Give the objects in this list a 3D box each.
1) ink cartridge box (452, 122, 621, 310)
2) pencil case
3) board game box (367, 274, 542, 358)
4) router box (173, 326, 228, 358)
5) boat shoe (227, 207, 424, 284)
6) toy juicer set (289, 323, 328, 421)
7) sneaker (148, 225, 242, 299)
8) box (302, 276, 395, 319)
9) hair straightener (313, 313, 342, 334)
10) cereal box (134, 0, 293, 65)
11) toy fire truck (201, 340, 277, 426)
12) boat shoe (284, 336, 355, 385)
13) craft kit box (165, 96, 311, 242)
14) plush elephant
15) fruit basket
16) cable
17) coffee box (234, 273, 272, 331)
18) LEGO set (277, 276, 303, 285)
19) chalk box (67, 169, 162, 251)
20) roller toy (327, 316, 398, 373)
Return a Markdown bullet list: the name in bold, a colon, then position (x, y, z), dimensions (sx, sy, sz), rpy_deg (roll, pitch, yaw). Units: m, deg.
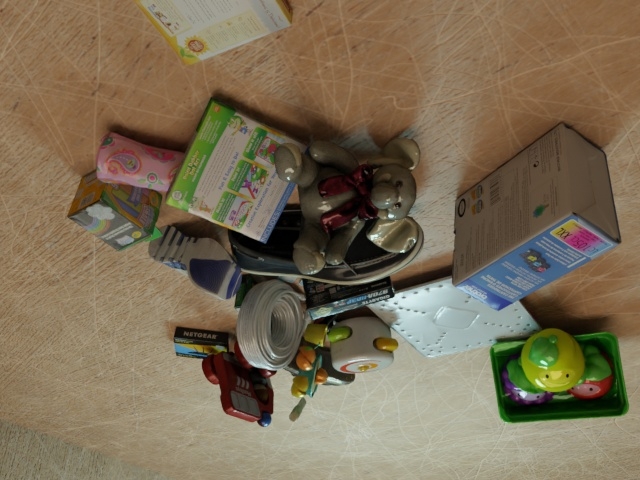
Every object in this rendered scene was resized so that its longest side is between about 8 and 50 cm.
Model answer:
- **ink cartridge box**: position (0.432, -0.030, 1.500), dimensions (0.151, 0.270, 0.395), rpy_deg (30, 137, -21)
- **pencil case**: position (-0.362, -0.164, 1.563), dimensions (0.284, 0.124, 0.124), rpy_deg (12, 143, -8)
- **board game box**: position (0.395, 0.209, 2.009), dimensions (0.390, 0.050, 0.390), rpy_deg (-19, 137, 29)
- **router box**: position (-0.401, 0.352, 2.313), dimensions (0.178, 0.046, 0.133), rpy_deg (6, 143, -1)
- **boat shoe**: position (0.000, 0.000, 1.676), dimensions (0.500, 0.187, 0.156), rpy_deg (0, 151, 17)
- **toy juicer set**: position (-0.030, 0.431, 2.076), dimensions (0.089, 0.209, 0.329), rpy_deg (11, 116, 8)
- **sneaker**: position (-0.294, 0.065, 1.807), dimensions (0.315, 0.127, 0.182), rpy_deg (24, 174, 39)
- **box**: position (0.063, 0.094, 1.733), dimensions (0.220, 0.175, 0.051), rpy_deg (-17, 135, 5)
- **hair straightener**: position (0.023, 0.265, 2.136), dimensions (0.089, 0.047, 0.230), rpy_deg (13, 143, -9)
- **cereal box**: position (-0.193, -0.427, 1.240), dimensions (0.240, 0.047, 0.173), rpy_deg (-13, 139, 23)
- **toy fire truck**: position (-0.246, 0.484, 2.252), dimensions (0.169, 0.254, 0.302), rpy_deg (-28, 145, 15)
- **boat shoe**: position (-0.052, 0.418, 2.283), dimensions (0.355, 0.132, 0.130), rpy_deg (26, 139, -23)
- **craft kit box**: position (-0.179, -0.148, 1.503), dimensions (0.246, 0.061, 0.250), rpy_deg (22, 106, -24)
- **plush elephant**: position (0.089, -0.092, 1.459), dimensions (0.255, 0.330, 0.272), rpy_deg (-6, 97, 22)
- **fruit basket**: position (0.685, 0.386, 1.989), dimensions (0.392, 0.283, 0.392), rpy_deg (-8, 176, -1)
- **cable**: position (-0.140, 0.238, 1.952), dimensions (0.089, 0.257, 0.257), rpy_deg (-1, 150, 30)
- **coffee box**: position (-0.189, 0.195, 2.019), dimensions (0.040, 0.113, 0.184), rpy_deg (-13, 141, 22)
- **LEGO set**: position (0.009, 0.081, 1.887), dimensions (0.182, 0.060, 0.244), rpy_deg (17, 142, -20)
- **chalk box**: position (-0.485, -0.071, 1.690), dimensions (0.132, 0.132, 0.213), rpy_deg (-21, 137, 30)
- **roller toy**: position (0.128, 0.328, 2.097), dimensions (0.209, 0.146, 0.191), rpy_deg (-5, 156, -1)
